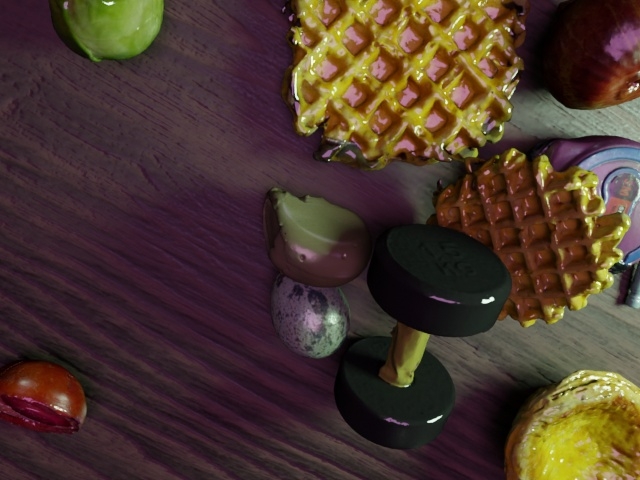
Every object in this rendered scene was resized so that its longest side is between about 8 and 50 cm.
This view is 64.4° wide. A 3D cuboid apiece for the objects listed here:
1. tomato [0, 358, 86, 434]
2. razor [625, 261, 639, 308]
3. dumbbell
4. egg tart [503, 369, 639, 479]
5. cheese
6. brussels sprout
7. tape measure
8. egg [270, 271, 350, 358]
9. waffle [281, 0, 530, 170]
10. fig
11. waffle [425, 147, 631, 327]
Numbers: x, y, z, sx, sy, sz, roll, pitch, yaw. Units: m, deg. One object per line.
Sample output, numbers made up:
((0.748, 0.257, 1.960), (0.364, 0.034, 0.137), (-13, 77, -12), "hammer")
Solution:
((-0.489, 0.266, 0.888), (0.173, 0.099, 0.189), (34, 139, -26), "tomato")
((0.610, 0.017, 0.933), (0.106, 0.068, 0.231), (4, 108, -5), "razor")
((0.148, 0.154, 0.811), (0.204, 0.203, 0.322), (9, 121, -7), "dumbbell")
((0.480, 0.379, 0.973), (0.319, 0.128, 0.318), (-2, 104, -7), "egg tart")
((0.000, 0.000, 0.833), (0.203, 0.175, 0.091), (10, 129, -33), "cheese")
((-0.303, -0.342, 0.733), (0.131, 0.145, 0.183), (19, 58, 15), "brussels sprout")
((0.445, -0.065, 0.859), (0.246, 0.149, 0.231), (14, 105, 0), "tape measure")
((-0.021, 0.117, 0.867), (0.133, 0.132, 0.172), (-22, 92, 1), "egg")
((0.128, -0.299, 0.801), (0.383, 0.095, 0.379), (3, 102, -2), "waffle")
((0.436, -0.304, 0.780), (0.206, 0.205, 0.205), (-1, 104, -4), "fig")
((0.302, 0.000, 0.799), (0.062, 0.329, 0.329), (-36, 109, -40), "waffle")
